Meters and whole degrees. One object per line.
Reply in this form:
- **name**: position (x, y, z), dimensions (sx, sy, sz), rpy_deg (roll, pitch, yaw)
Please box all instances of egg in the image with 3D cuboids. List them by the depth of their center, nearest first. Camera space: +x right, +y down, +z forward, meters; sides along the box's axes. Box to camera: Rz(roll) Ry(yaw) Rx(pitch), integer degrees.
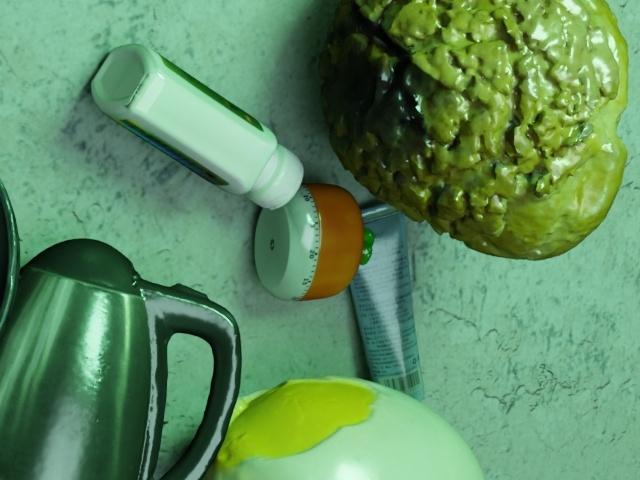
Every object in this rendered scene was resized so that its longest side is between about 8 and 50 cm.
- **egg**: position (0.024, 0.282, 1.780), dimensions (0.345, 0.283, 0.283), rpy_deg (3, 105, -34)

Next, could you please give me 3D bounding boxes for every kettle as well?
- **kettle**: position (-0.230, 0.134, 1.631), dimensions (0.207, 0.250, 0.271), rpy_deg (17, 86, -64)

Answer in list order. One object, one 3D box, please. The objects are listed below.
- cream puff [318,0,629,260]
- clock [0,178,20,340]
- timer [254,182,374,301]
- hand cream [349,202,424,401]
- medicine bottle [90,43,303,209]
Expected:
- **cream puff**: position (0.133, -0.140, 1.667), dimensions (0.231, 0.327, 0.343), rpy_deg (-6, 79, -36)
- **clock**: position (-0.419, 0.017, 1.484), dimensions (0.325, 0.067, 0.325), rpy_deg (0, 86, 0)
- **timer**: position (0.000, 0.000, 1.783), dimensions (0.136, 0.099, 0.136), rpy_deg (-23, 141, -20)
- **hand cream**: position (0.075, 0.083, 1.874), dimensions (0.088, 0.055, 0.256), rpy_deg (-14, 110, -12)
- **medicine bottle**: position (-0.113, -0.106, 1.674), dimensions (0.219, 0.115, 0.078), rpy_deg (32, 88, -33)
